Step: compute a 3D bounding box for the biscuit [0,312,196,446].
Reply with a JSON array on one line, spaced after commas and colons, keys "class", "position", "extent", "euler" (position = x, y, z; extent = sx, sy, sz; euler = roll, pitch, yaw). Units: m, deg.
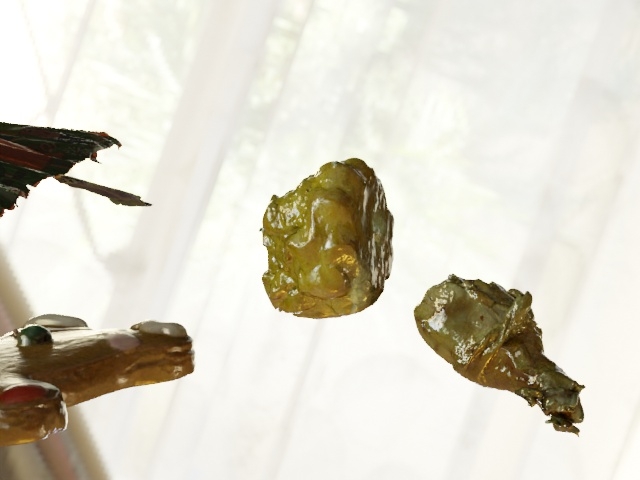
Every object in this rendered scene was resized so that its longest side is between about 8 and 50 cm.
[{"class": "biscuit", "position": [-0.314, 0.126, 1.518], "extent": [0.283, 0.064, 0.432], "euler": [0, -170, 40]}]

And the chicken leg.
[{"class": "chicken leg", "position": [0.186, 0.105, 1.715], "extent": [0.228, 0.103, 0.088], "euler": [34, 163, 40]}]

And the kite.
[{"class": "kite", "position": [-0.203, -0.049, 0.961], "extent": [0.234, 0.016, 0.321], "euler": [15, -169, 3]}]

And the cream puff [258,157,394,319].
[{"class": "cream puff", "position": [0.000, 0.000, 1.570], "extent": [0.116, 0.146, 0.146], "euler": [-5, 172, 23]}]
